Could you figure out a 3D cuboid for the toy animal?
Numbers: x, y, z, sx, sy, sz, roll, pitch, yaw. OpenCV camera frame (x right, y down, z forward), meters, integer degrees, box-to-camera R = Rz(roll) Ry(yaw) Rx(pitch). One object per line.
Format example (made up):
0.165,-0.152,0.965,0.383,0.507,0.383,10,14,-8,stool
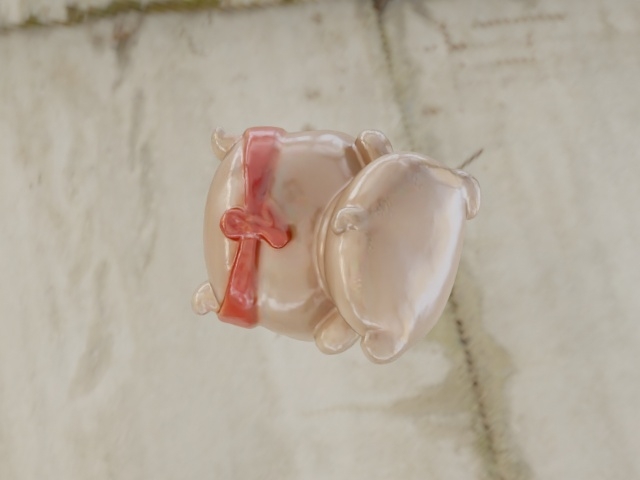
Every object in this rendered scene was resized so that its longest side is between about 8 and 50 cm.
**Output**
0.000,0.000,1.251,0.197,0.171,0.171,11,-123,34,toy animal
